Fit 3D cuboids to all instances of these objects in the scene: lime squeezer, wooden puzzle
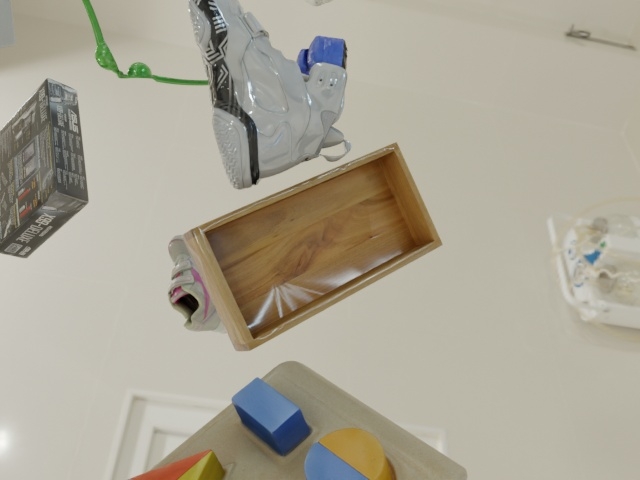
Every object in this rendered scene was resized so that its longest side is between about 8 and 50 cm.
[{"bbox_3d":[-0.373,-0.366,1.273,0.059,0.310,0.109,0,60,60],"label":"lime squeezer"},{"bbox_3d":[-0.061,0.279,0.733,0.322,0.348,0.080,22,134,47],"label":"wooden puzzle"}]

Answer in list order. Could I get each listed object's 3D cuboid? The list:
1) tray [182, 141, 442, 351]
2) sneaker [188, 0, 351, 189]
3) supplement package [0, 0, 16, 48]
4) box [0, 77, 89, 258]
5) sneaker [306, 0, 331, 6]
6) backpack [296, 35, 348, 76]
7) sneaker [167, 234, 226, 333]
[{"bbox_3d":[0.000,0.000,1.070,0.076,0.411,0.202,-20,95,62],"label":"tray"},{"bbox_3d":[-0.078,-0.274,0.996,0.137,0.210,0.365,171,87,-85],"label":"sneaker"},{"bbox_3d":[-0.468,-0.333,0.798,0.105,0.105,0.179,-45,-28,-50],"label":"supplement package"},{"bbox_3d":[-0.604,-0.154,1.358,0.242,0.077,0.307,-34,58,27],"label":"box"},{"bbox_3d":[0.015,-0.283,0.684,0.054,0.152,0.061,-40,-39,-44],"label":"sneaker"},{"bbox_3d":[0.001,-0.333,1.241,0.120,0.101,0.097,110,163,-52],"label":"backpack"},{"bbox_3d":[-0.283,0.093,1.405,0.103,0.111,0.252,-46,63,32],"label":"sneaker"}]
